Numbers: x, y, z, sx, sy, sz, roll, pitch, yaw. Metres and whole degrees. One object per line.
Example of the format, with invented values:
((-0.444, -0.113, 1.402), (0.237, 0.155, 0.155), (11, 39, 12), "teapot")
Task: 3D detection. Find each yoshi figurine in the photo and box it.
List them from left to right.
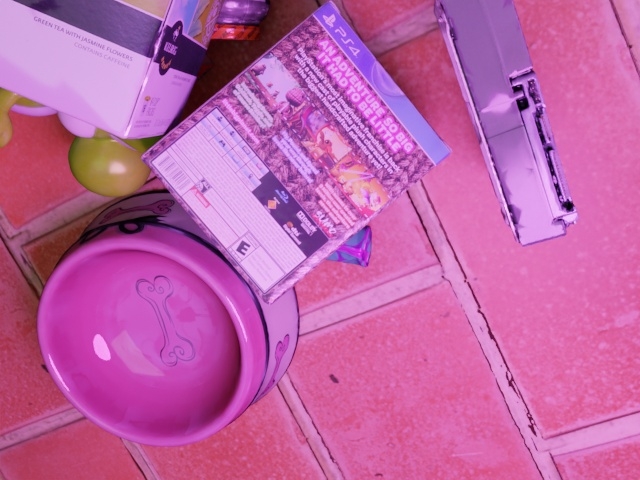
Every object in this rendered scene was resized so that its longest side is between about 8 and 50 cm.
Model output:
((-0.367, -0.175, 0.826), (0.362, 0.203, 0.203), (27, 71, 12), "yoshi figurine")

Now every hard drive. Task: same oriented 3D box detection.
((0.189, -0.152, 0.650), (0.064, 0.339, 0.236), (-19, 103, 16), "hard drive")

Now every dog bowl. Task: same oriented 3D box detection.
((-0.246, 0.136, 0.931), (0.409, 0.150, 0.407), (4, 108, 11), "dog bowl")

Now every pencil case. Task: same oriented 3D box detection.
((0.000, 0.000, 0.879), (0.152, 0.070, 0.064), (8, 108, 8), "pencil case")

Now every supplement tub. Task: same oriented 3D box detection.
((-0.122, -0.357, 0.768), (0.117, 0.117, 0.190), (6, 107, 10), "supplement tub")

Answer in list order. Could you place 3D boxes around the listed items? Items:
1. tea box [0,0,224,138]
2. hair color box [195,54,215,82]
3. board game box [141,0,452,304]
((-0.265, -0.315, 0.598), (0.329, 0.220, 0.323), (23, 101, -5), "tea box")
((-0.202, -0.249, 0.804), (0.043, 0.141, 0.072), (-37, 96, 19), "hair color box")
((-0.029, -0.104, 0.765), (0.291, 0.141, 0.232), (-40, 95, -1), "board game box")
